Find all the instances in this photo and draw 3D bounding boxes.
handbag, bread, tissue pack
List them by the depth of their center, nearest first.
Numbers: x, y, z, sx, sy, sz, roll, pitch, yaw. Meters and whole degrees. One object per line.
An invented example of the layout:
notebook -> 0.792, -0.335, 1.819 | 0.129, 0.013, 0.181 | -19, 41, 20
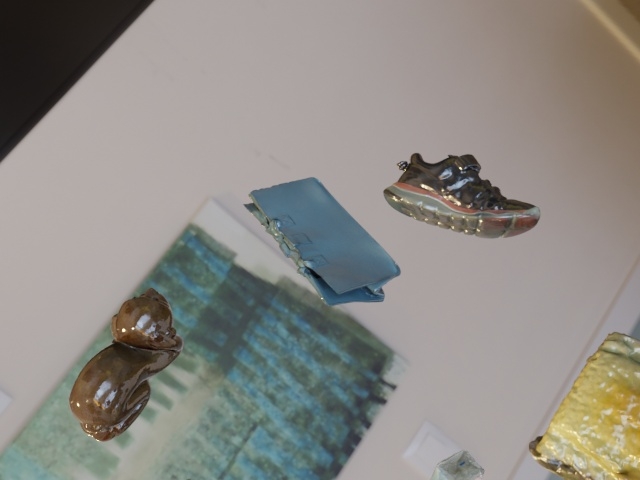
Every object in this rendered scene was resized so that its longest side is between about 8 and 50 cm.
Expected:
bread -> 0.409, 0.224, 0.979 | 0.204, 0.262, 0.162 | 33, 123, 24
handbag -> 0.000, 0.000, 1.138 | 0.221, 0.144, 0.057 | 51, 128, 29
tissue pack -> 0.224, 0.403, 1.325 | 0.059, 0.074, 0.094 | 52, 148, 35

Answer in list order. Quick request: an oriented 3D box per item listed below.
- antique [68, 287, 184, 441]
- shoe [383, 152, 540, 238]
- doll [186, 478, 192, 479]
antique -> -0.326, 0.200, 1.325 | 0.121, 0.257, 0.143 | 28, 157, 9
shoe -> 0.268, -0.090, 1.479 | 0.291, 0.137, 0.114 | 16, 166, 18
doll -> -0.284, 0.510, 1.459 | 0.077, 0.150, 0.115 | 27, 136, -5
